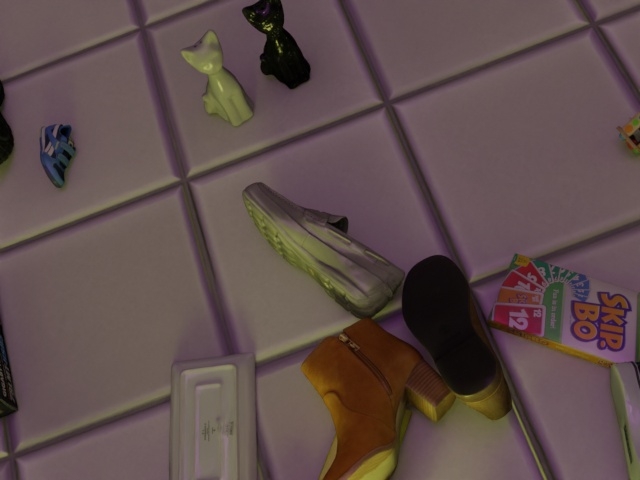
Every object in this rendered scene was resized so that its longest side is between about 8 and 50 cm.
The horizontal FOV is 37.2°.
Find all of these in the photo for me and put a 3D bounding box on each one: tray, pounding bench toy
[{"bbox_3d":[-0.173,0.306,1.502,0.145,0.030,0.270,-8,61,8],"label":"tray"},{"bbox_3d":[0.540,-0.177,1.578,0.065,0.083,0.052,-46,54,24],"label":"pounding bench toy"}]

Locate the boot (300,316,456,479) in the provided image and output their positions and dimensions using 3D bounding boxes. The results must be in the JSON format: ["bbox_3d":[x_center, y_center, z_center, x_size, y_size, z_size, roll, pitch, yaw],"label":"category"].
[{"bbox_3d":[0.039,0.254,1.417,0.211,0.104,0.295,34,59,31],"label":"boot"}]

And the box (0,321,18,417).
[{"bbox_3d":[-0.696,0.214,1.654,0.295,0.073,0.293,-23,59,2],"label":"box"}]

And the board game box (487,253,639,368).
[{"bbox_3d":[0.401,0.116,1.465,0.259,0.039,0.124,19,69,19],"label":"board game box"}]

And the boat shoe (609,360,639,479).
[{"bbox_3d":[0.478,0.307,1.307,0.102,0.108,0.301,-6,58,5],"label":"boat shoe"}]

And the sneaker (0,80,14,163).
[{"bbox_3d":[-0.691,-0.234,1.882,0.130,0.109,0.286,-26,50,6],"label":"sneaker"}]

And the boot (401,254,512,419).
[{"bbox_3d":[0.209,0.148,1.464,0.112,0.115,0.305,-31,41,12],"label":"boot"}]

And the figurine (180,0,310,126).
[{"bbox_3d":[-0.138,-0.333,1.728,0.214,0.209,0.092,-34,60,-6],"label":"figurine"}]

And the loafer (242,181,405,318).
[{"bbox_3d":[0.000,0.000,1.584,0.319,0.112,0.111,40,72,20],"label":"loafer"}]

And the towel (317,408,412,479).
[{"bbox_3d":[0.054,0.351,1.431,0.102,0.021,0.237,17,67,15],"label":"towel"}]

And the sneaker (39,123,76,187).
[{"bbox_3d":[-0.500,-0.167,1.818,0.059,0.053,0.144,-16,61,2],"label":"sneaker"}]
